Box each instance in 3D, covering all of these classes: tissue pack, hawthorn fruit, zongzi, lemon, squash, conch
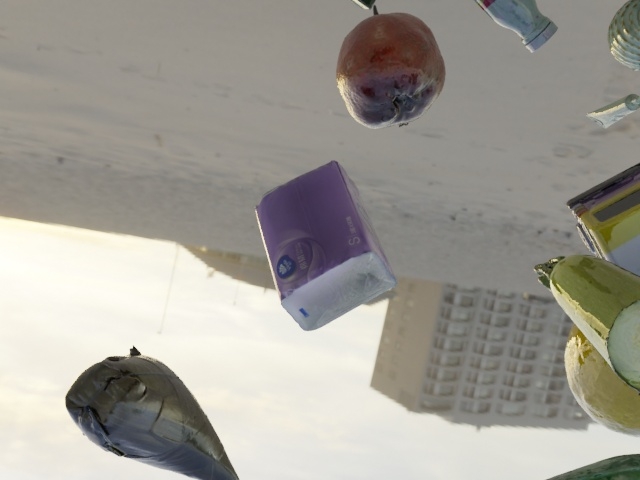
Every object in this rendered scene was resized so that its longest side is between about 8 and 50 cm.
[{"bbox_3d":[0.000,0.000,1.664,0.160,0.242,0.338,51,-167,-44],"label":"tissue pack"},{"bbox_3d":[0.172,-0.478,1.921,0.284,0.369,0.285,-4,155,-2],"label":"hawthorn fruit"},{"bbox_3d":[-0.329,0.421,1.574,0.432,0.208,0.403,42,171,3],"label":"zongzi"},{"bbox_3d":[0.508,0.187,1.166,0.233,0.288,0.234,-2,-140,2],"label":"lemon"},{"bbox_3d":[0.393,0.075,1.033,0.137,0.137,0.287,11,-154,-28],"label":"squash"},{"bbox_3d":[0.463,-0.280,0.997,0.135,0.102,0.153,17,-165,23],"label":"conch"}]

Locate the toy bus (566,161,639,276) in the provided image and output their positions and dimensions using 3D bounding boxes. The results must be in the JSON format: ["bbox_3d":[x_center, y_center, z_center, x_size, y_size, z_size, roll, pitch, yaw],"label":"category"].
[{"bbox_3d":[0.747,0.076,1.605,0.209,0.440,0.249,-29,-165,12],"label":"toy bus"}]

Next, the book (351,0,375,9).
[{"bbox_3d":[0.020,-0.670,1.460,0.371,0.260,0.043,28,-175,-30],"label":"book"}]

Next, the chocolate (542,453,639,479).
[{"bbox_3d":[0.343,0.320,0.897,0.291,0.110,0.110,-25,178,6],"label":"chocolate"}]

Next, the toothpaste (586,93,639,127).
[{"bbox_3d":[0.724,-0.317,1.801,0.064,0.041,0.218,32,173,-2],"label":"toothpaste"}]

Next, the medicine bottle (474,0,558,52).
[{"bbox_3d":[0.358,-0.462,1.412,0.216,0.090,0.090,44,178,-8],"label":"medicine bottle"}]
